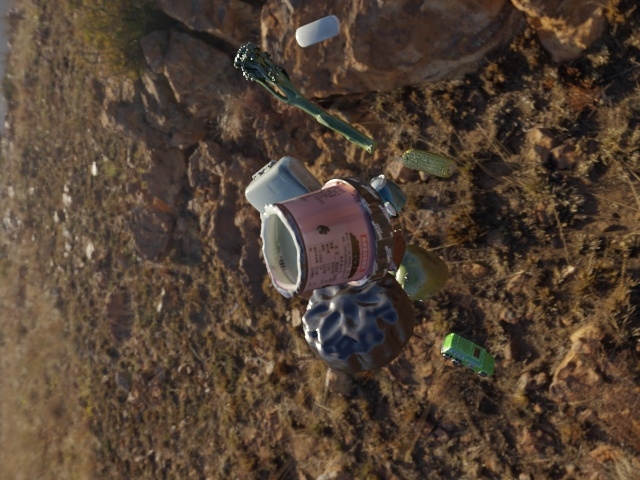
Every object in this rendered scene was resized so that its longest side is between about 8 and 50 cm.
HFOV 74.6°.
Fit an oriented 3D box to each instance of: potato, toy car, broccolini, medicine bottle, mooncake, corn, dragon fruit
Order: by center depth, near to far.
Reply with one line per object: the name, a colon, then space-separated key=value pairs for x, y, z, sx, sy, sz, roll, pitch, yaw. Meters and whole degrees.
broccolini: x=-0.026 y=-0.330 z=0.976 sx=0.392 sy=0.074 sz=0.079 roll=32 pitch=108 yaw=0
mooncake: x=0.088 y=0.187 z=1.050 sx=0.283 sy=0.283 sz=0.141 roll=9 pitch=143 yaw=47
toy car: x=0.446 y=0.341 z=1.254 sx=0.165 sy=0.071 sz=0.062 roll=27 pitch=145 yaw=5
dragon fruit: x=0.169 y=0.022 z=1.268 sx=0.160 sy=0.127 sz=0.121 roll=-5 pitch=130 yaw=27
corn: x=0.384 y=-0.281 z=1.509 sx=0.238 sy=0.080 sz=0.080 roll=28 pitch=113 yaw=49
medicine bottle: x=-0.171 y=-0.217 z=1.910 sx=0.375 sy=0.282 sz=0.123 roll=-24 pitch=31 yaw=48
potato: x=0.466 y=0.156 z=1.955 sx=0.219 sy=0.359 sz=0.270 roll=-45 pitch=49 yaw=34

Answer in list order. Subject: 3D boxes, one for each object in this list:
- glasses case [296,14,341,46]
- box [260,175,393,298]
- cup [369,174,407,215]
glasses case: x=-0.010 y=-0.806 z=1.621 sx=0.193 sy=0.049 sz=0.074 roll=-4 pitch=119 yaw=34
box: x=0.000 y=0.000 z=0.558 sx=0.151 sy=0.135 sz=0.151 roll=36 pitch=134 yaw=49
cup: x=0.325 y=-0.235 z=2.128 sx=0.167 sy=0.173 sz=0.300 roll=-34 pitch=26 yaw=18
